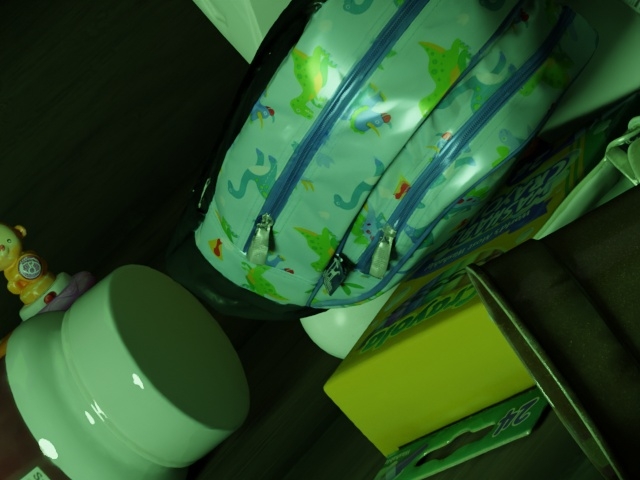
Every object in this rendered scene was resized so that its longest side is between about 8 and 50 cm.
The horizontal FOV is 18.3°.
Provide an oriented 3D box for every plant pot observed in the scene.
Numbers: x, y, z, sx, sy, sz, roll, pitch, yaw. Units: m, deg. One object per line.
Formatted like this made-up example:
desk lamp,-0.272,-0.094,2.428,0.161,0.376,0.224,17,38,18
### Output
plant pot,0.195,0.037,1.115,0.165,0.167,0.167,-35,10,0

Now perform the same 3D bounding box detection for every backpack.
backpack,0.051,-0.104,1.513,0.290,0.273,0.355,-44,-22,-35

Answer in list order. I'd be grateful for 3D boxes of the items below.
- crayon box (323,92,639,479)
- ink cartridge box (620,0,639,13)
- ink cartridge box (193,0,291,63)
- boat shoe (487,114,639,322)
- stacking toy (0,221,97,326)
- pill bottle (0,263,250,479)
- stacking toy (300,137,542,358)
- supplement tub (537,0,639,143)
crayon box,0.135,0.040,1.496,0.203,0.083,0.323,-31,16,47
ink cartridge box,0.270,-0.311,1.516,0.307,0.303,0.072,-51,-10,-34
ink cartridge box,0.014,-0.287,1.728,0.273,0.115,0.198,-31,49,-12
boat shoe,0.227,-0.035,1.268,0.302,0.094,0.109,-54,28,10
stacking toy,-0.256,0.094,2.100,0.175,0.302,0.166,-43,10,-8
pill bottle,-0.270,0.209,1.902,0.392,0.224,0.224,-38,11,22
stacking toy,0.070,-0.095,1.850,0.350,0.350,0.480,-32,30,44
supplement tub,0.288,-0.247,1.662,0.331,0.241,0.241,-49,12,-31
